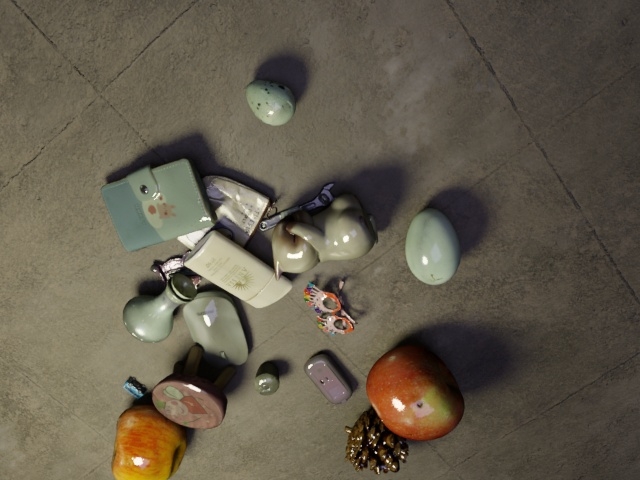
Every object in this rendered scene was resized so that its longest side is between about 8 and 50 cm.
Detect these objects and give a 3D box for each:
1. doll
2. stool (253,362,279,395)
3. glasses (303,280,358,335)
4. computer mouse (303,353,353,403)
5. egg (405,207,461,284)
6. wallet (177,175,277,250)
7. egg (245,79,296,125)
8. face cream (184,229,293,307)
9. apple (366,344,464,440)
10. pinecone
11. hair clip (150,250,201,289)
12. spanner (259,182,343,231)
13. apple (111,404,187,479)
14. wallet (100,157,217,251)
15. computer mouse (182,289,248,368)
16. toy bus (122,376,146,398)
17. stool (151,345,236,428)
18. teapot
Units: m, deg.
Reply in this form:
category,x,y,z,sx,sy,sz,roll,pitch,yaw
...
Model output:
category,x,y,z,sx,sy,sz,roll,pitch,yaw
doll,0.011,-0.018,1.468,0.370,0.215,0.226,-12,146,0
stool,-0.202,0.524,1.714,0.096,0.110,0.096,0,108,-1
glasses,0.034,0.242,1.654,0.162,0.095,0.255,-12,113,31
computer mouse,0.031,0.537,1.756,0.120,0.057,0.232,-35,104,10
egg,0.378,0.021,1.522,0.183,0.183,0.264,-9,104,1
wallet,-0.330,-0.064,1.523,0.275,0.068,0.335,31,109,-11
egg,-0.152,-0.427,1.374,0.164,0.131,0.131,38,104,-7
face cream,-0.275,0.114,1.548,0.173,0.081,0.348,-41,119,20
apple,0.338,0.550,1.629,0.277,0.348,0.348,-36,107,15
pinecone,0.219,0.783,1.762,0.257,0.243,0.243,-1,109,-7
hair clip,-0.487,0.122,1.600,0.187,0.056,0.146,-15,110,12
spanner,-0.072,-0.108,1.546,0.316,0.024,0.087,-22,107,7
apple,-0.636,0.775,1.701,0.302,0.301,0.301,-1,109,-2
wallet,-0.529,-0.117,1.458,0.360,0.083,0.252,-17,103,16
computer mouse,-0.381,0.334,1.653,0.197,0.095,0.330,-15,109,8
toy bus,-0.722,0.572,1.750,0.046,0.038,0.083,-41,105,15
stool,-0.454,0.540,1.647,0.272,0.178,0.272,6,127,8
teapot,-0.546,0.228,1.554,0.251,0.183,0.183,-40,106,16
